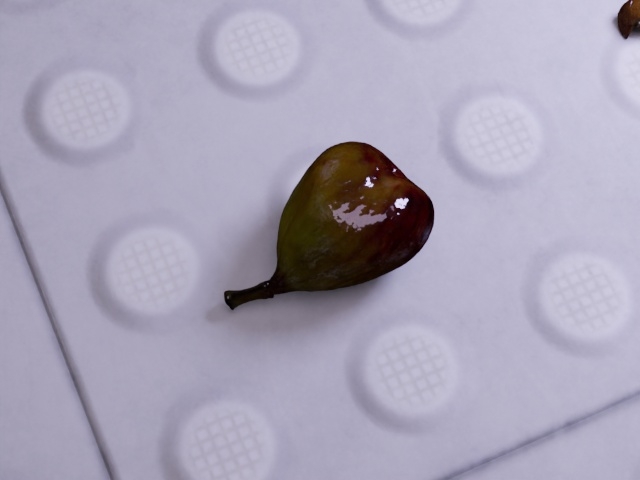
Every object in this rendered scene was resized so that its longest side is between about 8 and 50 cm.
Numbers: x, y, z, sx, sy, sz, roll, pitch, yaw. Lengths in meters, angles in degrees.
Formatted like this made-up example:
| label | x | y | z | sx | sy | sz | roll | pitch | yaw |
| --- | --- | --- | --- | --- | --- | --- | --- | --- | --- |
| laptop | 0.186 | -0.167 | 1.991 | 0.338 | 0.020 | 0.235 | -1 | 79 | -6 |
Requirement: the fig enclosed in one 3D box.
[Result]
| label | x | y | z | sx | sy | sz | roll | pitch | yaw |
| --- | --- | --- | --- | --- | --- | --- | --- | --- | --- |
| fig | -0.001 | -0.001 | 1.528 | 0.274 | 0.145 | 0.170 | -37 | 73 | -1 |

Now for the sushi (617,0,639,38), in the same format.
| label | x | y | z | sx | sy | sz | roll | pitch | yaw |
| --- | --- | --- | --- | --- | --- | --- | --- | --- | --- |
| sushi | 0.460 | -0.316 | 1.707 | 0.120 | 0.052 | 0.055 | -25 | 72 | -11 |
